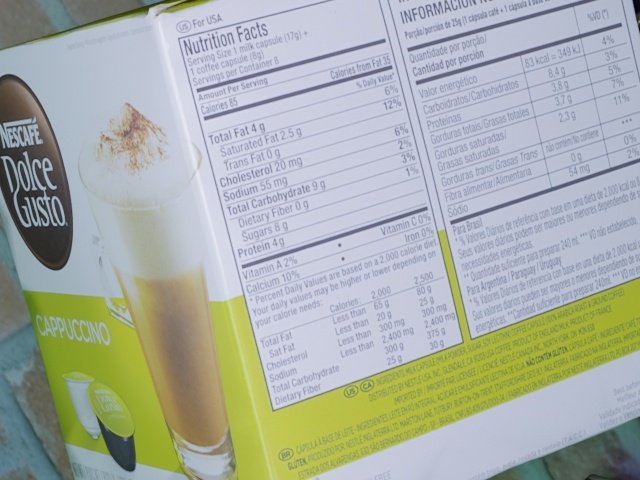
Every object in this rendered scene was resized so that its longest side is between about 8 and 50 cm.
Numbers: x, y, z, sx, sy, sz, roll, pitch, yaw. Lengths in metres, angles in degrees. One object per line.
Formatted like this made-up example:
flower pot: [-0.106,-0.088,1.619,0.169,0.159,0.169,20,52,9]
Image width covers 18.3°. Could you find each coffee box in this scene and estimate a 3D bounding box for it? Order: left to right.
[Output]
coffee box: [0.003,-0.018,1.334,0.338,0.338,0.334,0,106,61]

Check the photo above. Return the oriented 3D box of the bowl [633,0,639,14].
bowl: [0.271,-0.269,1.351,0.391,0.077,0.391,7,107,24]

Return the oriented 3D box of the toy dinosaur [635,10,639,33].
toy dinosaur: [0.275,-0.246,1.281,0.118,0.064,0.268,44,114,6]

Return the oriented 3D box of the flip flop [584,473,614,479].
flip flop: [0.321,0.168,1.436,0.277,0.112,0.080,-14,62,40]
